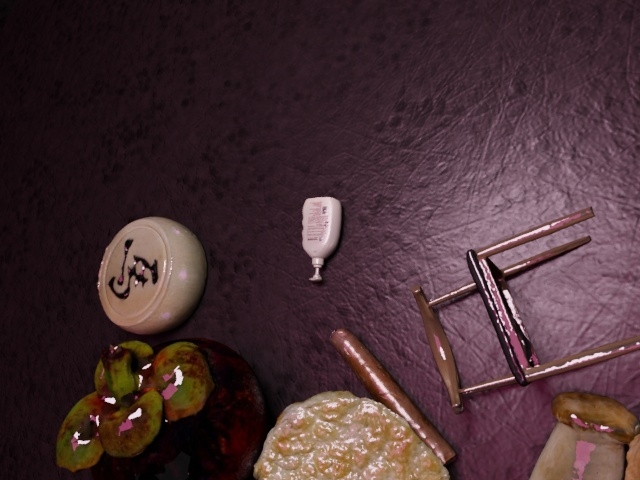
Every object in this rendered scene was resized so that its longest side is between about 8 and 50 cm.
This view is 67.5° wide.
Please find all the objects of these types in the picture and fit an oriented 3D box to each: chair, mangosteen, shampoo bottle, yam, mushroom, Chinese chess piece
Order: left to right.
[{"bbox_3d":[-0.359,0.074,1.017,0.250,0.101,0.251,-8,73,29],"label":"Chinese chess piece"},{"bbox_3d":[-0.230,0.292,0.770,0.310,0.311,0.312,-8,73,27],"label":"mangosteen"},{"bbox_3d":[0.000,0.000,0.865,0.077,0.045,0.152,-4,73,27],"label":"shampoo bottle"},{"bbox_3d":[0.103,0.236,0.745,0.046,0.046,0.264,-48,61,10],"label":"yam"},{"bbox_3d":[0.250,0.101,0.625,0.272,0.166,0.188,-26,66,21],"label":"chair"},{"bbox_3d":[0.298,0.339,0.591,0.099,0.081,0.313,19,91,37],"label":"mushroom"}]

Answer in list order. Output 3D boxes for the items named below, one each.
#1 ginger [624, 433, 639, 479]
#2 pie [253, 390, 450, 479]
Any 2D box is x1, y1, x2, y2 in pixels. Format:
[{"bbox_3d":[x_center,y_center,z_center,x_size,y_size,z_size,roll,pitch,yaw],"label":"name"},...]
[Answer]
[{"bbox_3d":[0.416,0.274,0.461,0.221,0.130,0.276,-29,84,56],"label":"ginger"},{"bbox_3d":[0.038,0.351,0.691,0.274,0.105,0.258,18,92,12],"label":"pie"}]
